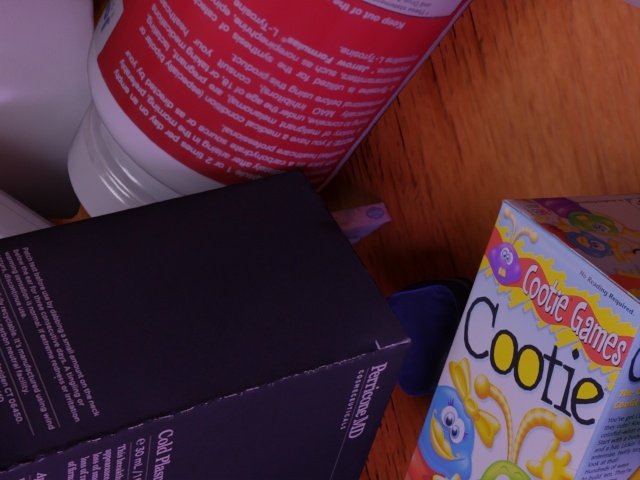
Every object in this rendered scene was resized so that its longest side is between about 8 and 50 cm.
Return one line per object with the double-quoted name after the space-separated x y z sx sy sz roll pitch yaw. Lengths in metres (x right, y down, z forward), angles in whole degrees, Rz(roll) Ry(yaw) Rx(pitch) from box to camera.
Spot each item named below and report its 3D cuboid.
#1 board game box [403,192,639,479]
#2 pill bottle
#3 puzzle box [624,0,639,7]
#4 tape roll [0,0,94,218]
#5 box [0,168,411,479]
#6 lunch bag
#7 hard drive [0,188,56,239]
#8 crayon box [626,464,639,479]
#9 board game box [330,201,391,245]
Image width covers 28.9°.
0.177 0.121 0.865 0.142 0.144 0.275 44 127 44 "board game box"
-0.038 -0.169 0.956 0.229 0.229 0.407 55 130 20 "pill bottle"
0.221 -0.244 0.665 0.409 0.052 0.272 33 77 25 "puzzle box"
-0.286 -0.162 1.199 0.286 0.100 0.286 180 90 -72 "tape roll"
-0.140 0.151 0.934 0.179 0.313 0.343 59 150 33 "box"
0.098 0.080 1.001 0.067 0.065 0.098 -10 93 28 "lunch bag"
-0.266 0.035 1.157 0.353 0.047 0.233 36 156 -21 "hard drive"
0.297 0.089 0.717 0.083 0.203 0.323 48 128 25 "crayon box"
0.000 0.000 1.055 0.090 0.090 0.020 -34 75 42 "board game box"
